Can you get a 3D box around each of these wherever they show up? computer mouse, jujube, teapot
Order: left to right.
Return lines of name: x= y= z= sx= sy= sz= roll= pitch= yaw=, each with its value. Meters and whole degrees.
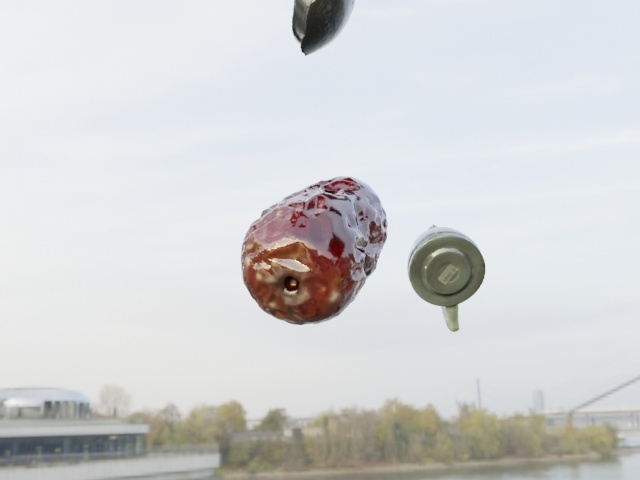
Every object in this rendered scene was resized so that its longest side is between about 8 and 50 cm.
jujube: x=0.000 y=0.000 z=0.491 sx=0.077 sy=0.077 sz=0.129 roll=-9 pitch=23 yaw=28
computer mouse: x=0.035 y=-0.497 z=1.565 sx=0.087 sy=0.295 sz=0.168 roll=22 pitch=-23 yaw=14
teapot: x=0.145 y=0.037 z=0.975 sx=0.092 sy=0.124 sz=0.091 roll=15 pitch=21 yaw=-6
